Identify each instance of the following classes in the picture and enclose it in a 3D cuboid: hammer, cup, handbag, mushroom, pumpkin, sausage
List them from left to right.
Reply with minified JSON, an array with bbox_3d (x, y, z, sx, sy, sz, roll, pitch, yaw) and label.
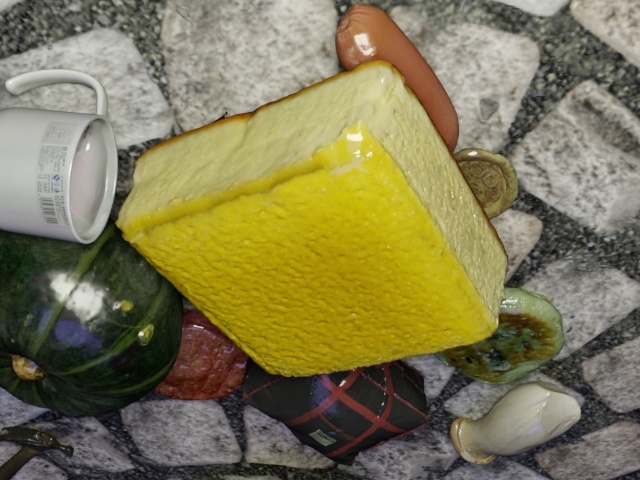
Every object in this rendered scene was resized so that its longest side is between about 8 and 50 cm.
[{"bbox_3d":[-0.547,0.405,1.424,0.125,0.027,0.297,32,127,-23],"label":"hammer"},{"bbox_3d":[-0.299,-0.092,0.848,0.142,0.134,0.173,8,102,5],"label":"cup"},{"bbox_3d":[-0.306,0.081,0.994,0.300,0.207,0.300,16,138,15],"label":"pumpkin"},{"bbox_3d":[0.026,0.198,1.112,0.215,0.155,0.169,38,117,-24],"label":"handbag"},{"bbox_3d":[0.082,-0.159,0.840,0.077,0.077,0.194,-26,127,24],"label":"sausage"},{"bbox_3d":[0.288,0.269,1.208,0.097,0.088,0.212,-1,148,-41],"label":"mushroom"}]

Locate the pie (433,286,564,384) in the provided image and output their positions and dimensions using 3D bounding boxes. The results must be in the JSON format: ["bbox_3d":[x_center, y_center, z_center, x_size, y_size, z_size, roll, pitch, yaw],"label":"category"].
[{"bbox_3d":[0.242,0.135,1.118,0.187,0.041,0.187,1,133,1],"label":"pie"}]

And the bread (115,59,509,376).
[{"bbox_3d":[0.000,0.000,0.879,0.323,0.143,0.333,-14,135,27],"label":"bread"}]

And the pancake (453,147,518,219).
[{"bbox_3d":[0.180,-0.062,0.965,0.115,0.011,0.115,1,134,1],"label":"pancake"}]

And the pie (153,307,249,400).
[{"bbox_3d":[-0.188,0.169,1.172,0.182,0.049,0.182,1,133,1],"label":"pie"}]
